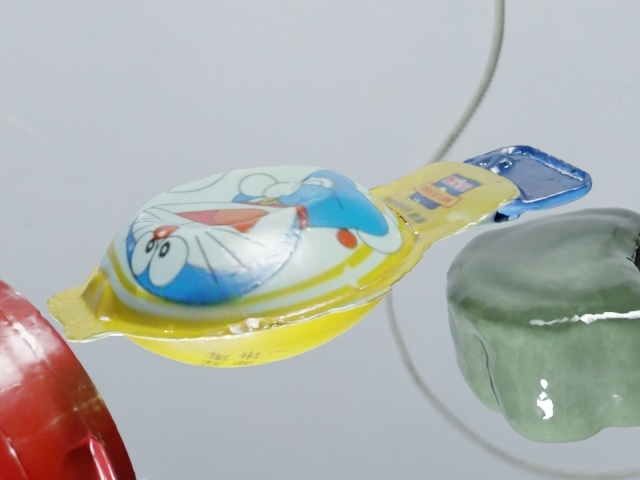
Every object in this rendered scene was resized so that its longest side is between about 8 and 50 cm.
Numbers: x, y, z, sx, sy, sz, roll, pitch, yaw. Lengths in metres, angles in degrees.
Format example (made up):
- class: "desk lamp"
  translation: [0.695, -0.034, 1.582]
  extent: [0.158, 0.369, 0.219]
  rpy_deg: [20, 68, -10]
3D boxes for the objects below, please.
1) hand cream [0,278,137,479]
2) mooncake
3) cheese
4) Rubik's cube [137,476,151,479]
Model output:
- class: "hand cream"
  translation: [-0.196, 0.123, 0.796]
  extent: [0.125, 0.193, 0.193]
  rpy_deg: [-32, 120, -31]
- class: "mooncake"
  translation: [0.164, 0.049, 0.948]
  extent: [0.168, 0.175, 0.104]
  rpy_deg: [3, 120, 42]
- class: "cheese"
  translation: [0.000, 0.000, 0.737]
  extent: [0.270, 0.177, 0.069]
  rpy_deg: [-16, 111, -17]
- class: "Rubik's cube"
  translation: [-0.140, 0.297, 1.094]
  extent: [0.213, 0.265, 0.224]
  rpy_deg: [40, 77, -47]
